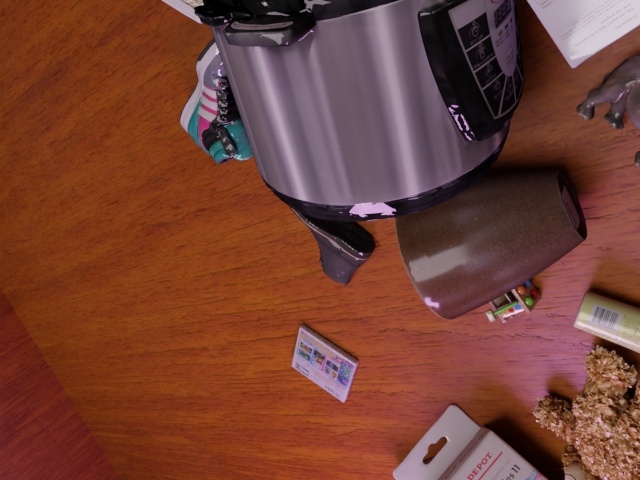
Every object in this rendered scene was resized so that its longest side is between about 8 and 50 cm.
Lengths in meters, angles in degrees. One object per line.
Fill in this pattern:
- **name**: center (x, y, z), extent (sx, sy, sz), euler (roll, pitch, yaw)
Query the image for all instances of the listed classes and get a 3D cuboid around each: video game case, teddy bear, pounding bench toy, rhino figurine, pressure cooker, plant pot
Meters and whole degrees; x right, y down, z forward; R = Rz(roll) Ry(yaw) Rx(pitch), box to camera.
- **video game case**: center (0.008, 0.284, 1.550), extent (0.157, 0.019, 0.143), euler (31, 133, 21)
- **teddy bear**: center (0.479, 0.330, 1.116), extent (0.245, 0.113, 0.338), euler (38, 136, 17)
- **pounding bench toy**: center (0.318, 0.101, 1.116), extent (0.052, 0.083, 0.065), euler (54, 138, -3)
- **rhino figurine**: center (0.439, -0.133, 0.827), extent (0.243, 0.073, 0.106), euler (52, 138, 28)
- **pressure cooker**: center (0.042, -0.278, 0.844), extent (0.369, 0.376, 0.420), euler (-118, 9, -54)
- **plant pot**: center (0.268, -0.013, 1.014), extent (0.231, 0.215, 0.215), euler (-22, 103, 32)

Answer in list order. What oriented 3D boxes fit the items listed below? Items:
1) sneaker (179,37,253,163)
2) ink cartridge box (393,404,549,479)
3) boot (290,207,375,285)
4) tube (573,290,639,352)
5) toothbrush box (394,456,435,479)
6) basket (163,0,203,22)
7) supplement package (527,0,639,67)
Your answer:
- **sneaker**: center (-0.159, -0.243, 1.254), extent (0.178, 0.124, 0.295), euler (50, 145, 9)
- **ink cartridge box**: center (0.330, 0.501, 1.273), extent (0.353, 0.207, 0.119), euler (41, 174, 11)
- **boot**: center (0.000, 0.000, 1.329), extent (0.198, 0.077, 0.137), euler (41, 141, 12)
- **tube**: center (0.509, 0.147, 1.010), extent (0.240, 0.062, 0.070), euler (21, 164, 23)
- **toothbrush box**: center (0.302, 0.625, 1.454), extent (0.295, 0.126, 0.216), euler (48, 137, 2)
- **basket**: center (-0.223, -0.468, 1.168), extent (0.167, 0.113, 0.103), euler (34, 132, 17)
- **supplement package**: center (0.365, -0.331, 0.695), extent (0.262, 0.204, 0.145), euler (-30, 95, 47)
